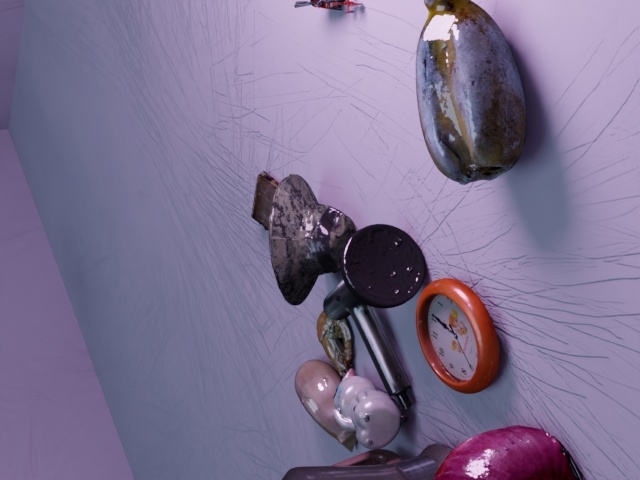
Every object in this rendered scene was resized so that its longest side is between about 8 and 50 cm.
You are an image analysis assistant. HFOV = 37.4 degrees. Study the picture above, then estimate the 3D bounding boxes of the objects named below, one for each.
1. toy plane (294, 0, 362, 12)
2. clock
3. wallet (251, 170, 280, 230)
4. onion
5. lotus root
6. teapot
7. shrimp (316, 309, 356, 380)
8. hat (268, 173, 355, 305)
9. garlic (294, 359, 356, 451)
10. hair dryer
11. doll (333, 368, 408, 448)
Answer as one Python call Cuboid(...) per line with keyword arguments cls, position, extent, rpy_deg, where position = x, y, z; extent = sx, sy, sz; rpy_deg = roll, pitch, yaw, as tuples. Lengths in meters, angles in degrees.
Cuboid(cls="toy plane", position=(0.021, -0.445, 1.766), extent=(0.145, 0.060, 0.037), rpy_deg=(17, 116, 40))
Cuboid(cls="clock", position=(0.237, 0.165, 1.638), extent=(0.205, 0.051, 0.205), rpy_deg=(33, 130, 51))
Cuboid(cls="wallet", position=(-0.081, -0.059, 2.118), extent=(0.232, 0.031, 0.122), rpy_deg=(38, 129, 45))
Cuboid(cls="onion", position=(0.282, 0.436, 1.498), extent=(0.256, 0.230, 0.272), rpy_deg=(55, 151, 35))
Cuboid(cls="lotus root", position=(0.221, -0.248, 1.425), extent=(0.158, 0.140, 0.322), rpy_deg=(-13, 84, 43))
Cuboid(cls="teapot", position=(0.092, 0.513, 1.720), extent=(0.376, 0.361, 0.306), rpy_deg=(-144, 44, -64))
Cuboid(cls="shrimp", position=(0.044, 0.227, 2.016), extent=(0.099, 0.041, 0.180), rpy_deg=(-37, 67, 42))
Cuboid(cls="hat", position=(0.000, 0.000, 1.888), extent=(0.128, 0.265, 0.266), rpy_deg=(2, 105, 25))
Cuboid(cls="garlic", position=(-0.006, 0.326, 2.094), extent=(0.267, 0.128, 0.149), rpy_deg=(58, 134, 49))
Cuboid(cls="hair dryer", position=(0.134, 0.150, 1.807), extent=(0.284, 0.155, 0.320), rpy_deg=(46, 155, 12))
Cuboid(cls="doll", position=(0.089, 0.338, 1.895), extent=(0.180, 0.106, 0.110), rpy_deg=(27, 128, 58))
